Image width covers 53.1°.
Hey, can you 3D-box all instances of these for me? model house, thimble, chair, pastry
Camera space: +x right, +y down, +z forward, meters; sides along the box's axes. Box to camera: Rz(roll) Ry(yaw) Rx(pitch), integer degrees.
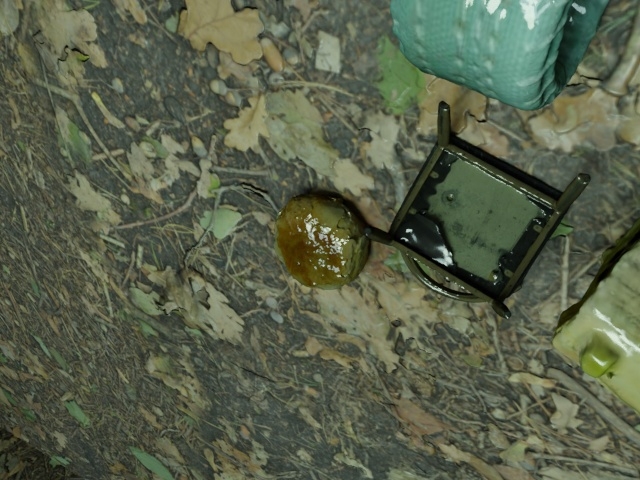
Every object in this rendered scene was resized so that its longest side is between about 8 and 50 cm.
[{"bbox_3d":[0.342,0.089,0.608,0.193,0.234,0.174,43,148,12],"label":"model house"},{"bbox_3d":[0.161,-0.222,0.531,0.143,0.235,0.198,26,94,20],"label":"thimble"},{"bbox_3d":[0.172,-0.020,0.737,0.188,0.166,0.272,31,179,13],"label":"chair"},{"bbox_3d":[-0.001,0.001,0.931,0.153,0.081,0.153,24,133,28],"label":"pastry"}]
